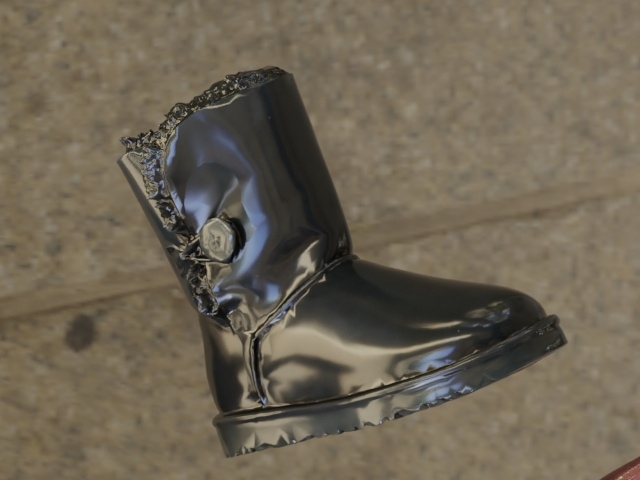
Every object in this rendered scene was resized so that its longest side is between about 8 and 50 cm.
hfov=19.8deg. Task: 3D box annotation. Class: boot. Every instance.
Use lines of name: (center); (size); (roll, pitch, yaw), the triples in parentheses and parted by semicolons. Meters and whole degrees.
boot: (0.000, 0.000, 1.014); (0.094, 0.246, 0.207); (-20, 91, -48)

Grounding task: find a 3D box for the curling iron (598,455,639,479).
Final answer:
curling iron: (0.152, 0.135, 1.007); (0.274, 0.035, 0.068); (-38, 126, -2)
